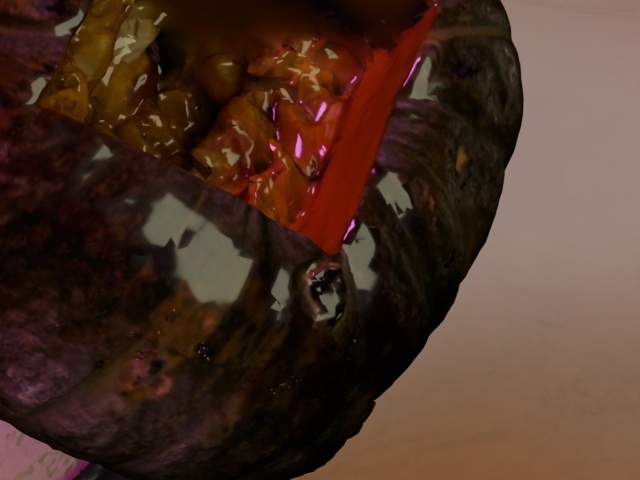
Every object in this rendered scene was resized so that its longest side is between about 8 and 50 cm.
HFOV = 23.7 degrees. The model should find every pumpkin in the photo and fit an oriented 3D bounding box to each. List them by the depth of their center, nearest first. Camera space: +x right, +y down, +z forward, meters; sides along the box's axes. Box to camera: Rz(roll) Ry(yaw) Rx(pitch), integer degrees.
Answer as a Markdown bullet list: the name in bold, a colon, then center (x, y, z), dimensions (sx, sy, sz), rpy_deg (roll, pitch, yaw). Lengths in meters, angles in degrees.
- **pumpkin**: center (-0.063, -0.058, 0.669), dimensions (0.320, 0.192, 0.320), rpy_deg (5, 76, -22)

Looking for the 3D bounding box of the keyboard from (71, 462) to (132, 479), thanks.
- **keyboard**: center (-0.206, 0.259, 0.724), dimensions (0.381, 0.041, 0.103), rpy_deg (-47, 119, -30)
